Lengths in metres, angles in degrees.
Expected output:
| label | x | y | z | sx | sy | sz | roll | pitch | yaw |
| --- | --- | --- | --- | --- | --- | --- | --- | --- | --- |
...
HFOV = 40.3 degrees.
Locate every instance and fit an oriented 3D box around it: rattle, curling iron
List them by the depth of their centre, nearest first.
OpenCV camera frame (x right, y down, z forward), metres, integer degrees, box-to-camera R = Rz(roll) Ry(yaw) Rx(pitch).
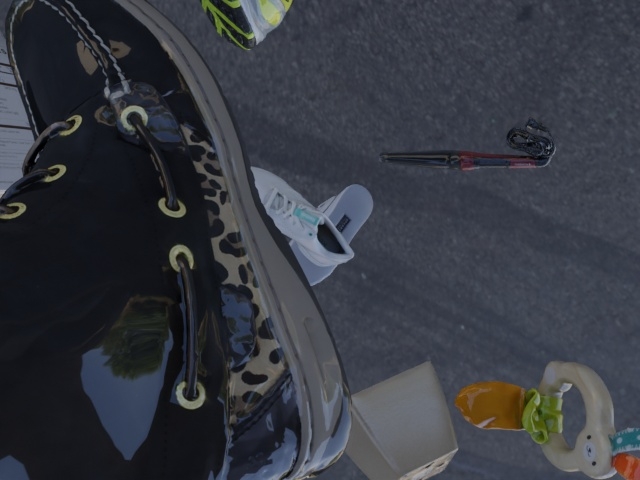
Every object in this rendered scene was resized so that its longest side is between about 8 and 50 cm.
| label | x | y | z | sx | sy | sz | roll | pitch | yaw |
| --- | --- | --- | --- | --- | --- | --- | --- | --- | --- |
| rattle | 0.264 | 0.206 | 0.960 | 0.142 | 0.200 | 0.130 | 24 | 105 | -23 |
| curling iron | 0.210 | -0.130 | 1.269 | 0.274 | 0.068 | 0.035 | -4 | 172 | 33 |

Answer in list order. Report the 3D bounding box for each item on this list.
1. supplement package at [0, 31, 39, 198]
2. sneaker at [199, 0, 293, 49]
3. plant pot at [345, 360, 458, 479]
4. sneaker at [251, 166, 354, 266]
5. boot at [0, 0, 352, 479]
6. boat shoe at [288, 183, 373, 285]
| label | x | y | z | sx | sy | sz | roll | pitch | yaw |
| --- | --- | --- | --- | --- | --- | --- | --- | --- | --- |
| supplement package | -0.412 | -0.115 | 0.926 | 0.177 | 0.293 | 0.175 | -40 | 167 | 21 |
| sneaker | -0.167 | -0.519 | 1.471 | 0.147 | 0.145 | 0.385 | -43 | 134 | -22 |
| plant pot | 0.089 | 0.213 | 0.952 | 0.109 | 0.096 | 0.109 | -21 | 152 | -21 |
| sneaker | -0.036 | -0.037 | 1.245 | 0.212 | 0.094 | 0.080 | 35 | 78 | -21 |
| boot | -0.176 | -0.001 | 0.480 | 0.284 | 0.377 | 0.138 | -13 | 158 | -42 |
| boat shoe | 0.000 | 0.000 | 1.587 | 0.095 | 0.258 | 0.084 | 54 | 146 | -11 |
